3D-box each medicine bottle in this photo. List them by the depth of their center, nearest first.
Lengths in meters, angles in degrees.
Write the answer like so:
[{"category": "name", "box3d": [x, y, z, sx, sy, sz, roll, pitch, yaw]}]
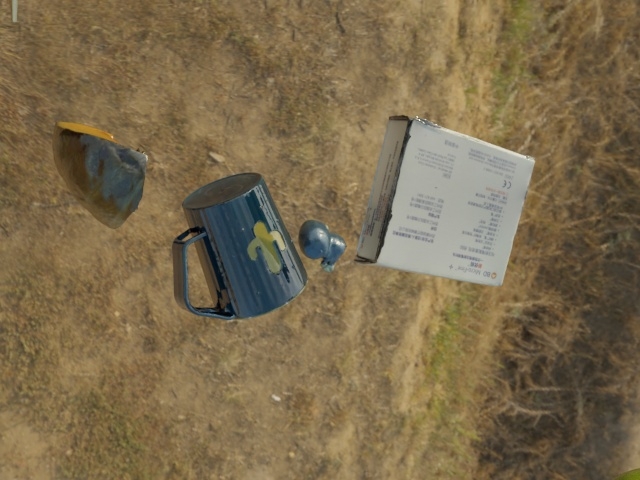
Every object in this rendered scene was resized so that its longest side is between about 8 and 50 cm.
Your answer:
[{"category": "medicine bottle", "box3d": [0.149, -0.038, 0.727, 0.201, 0.052, 0.171, 10, 96, -30]}]

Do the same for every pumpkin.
[{"category": "pumpkin", "box3d": [-0.443, -0.126, 1.182, 0.148, 0.312, 0.169, 15, 99, -31]}]

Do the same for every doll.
[{"category": "doll", "box3d": [0.000, 0.000, 0.971, 0.083, 0.050, 0.076, 24, 51, -36]}]

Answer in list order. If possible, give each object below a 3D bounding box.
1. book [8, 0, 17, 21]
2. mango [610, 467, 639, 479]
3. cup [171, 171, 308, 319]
[{"category": "book", "box3d": [-0.601, -0.527, 1.201, 0.012, 0.118, 0.172, -8, 69, -30]}, {"category": "mango", "box3d": [0.503, 0.321, 0.771, 0.293, 0.143, 0.175, -20, 123, 19]}, {"category": "cup", "box3d": [-0.115, 0.012, 0.797, 0.176, 0.131, 0.155, -33, 117, -34]}]
